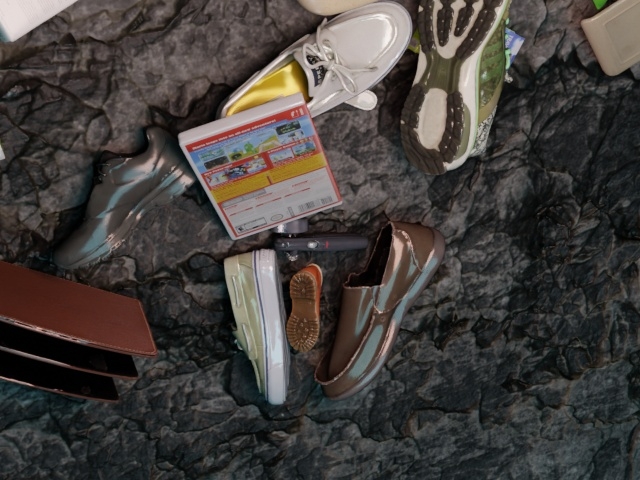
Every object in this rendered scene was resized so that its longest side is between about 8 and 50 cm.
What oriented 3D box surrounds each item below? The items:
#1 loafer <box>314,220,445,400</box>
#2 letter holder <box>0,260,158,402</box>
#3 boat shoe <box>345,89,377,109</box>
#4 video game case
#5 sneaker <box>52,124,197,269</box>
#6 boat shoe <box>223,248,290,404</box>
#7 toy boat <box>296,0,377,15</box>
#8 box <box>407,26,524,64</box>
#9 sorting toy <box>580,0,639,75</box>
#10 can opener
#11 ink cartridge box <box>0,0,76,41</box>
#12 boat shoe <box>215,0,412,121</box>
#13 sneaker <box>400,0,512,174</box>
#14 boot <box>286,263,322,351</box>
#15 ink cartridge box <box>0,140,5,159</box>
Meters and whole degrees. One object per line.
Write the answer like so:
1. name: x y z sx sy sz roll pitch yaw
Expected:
1. loafer: 0.080 0.116 2.011 0.130 0.134 0.366 29 90 -24
2. letter holder: -0.437 0.165 1.784 0.302 0.214 0.152 19 105 -26
3. boat shoe: 0.037 -0.257 1.870 0.125 0.038 0.046 21 100 -6
4. video game case: -0.090 -0.113 1.802 0.204 0.025 0.285 -18 146 3
5. sneaker: -0.334 -0.072 1.794 0.286 0.109 0.130 -44 114 -8
6. boat shoe: -0.110 0.153 1.977 0.094 0.109 0.302 -3 111 6
7. toy boat: 0.062 -0.496 1.689 0.267 0.148 0.318 -22 153 -8
8. box: 0.251 -0.341 1.910 0.178 0.042 0.109 21 105 -26
9. sorting toy: 0.566 -0.392 1.960 0.196 0.047 0.348 -28 145 14
10. can opener: 0.000 0.000 1.959 0.186 0.059 0.073 5 110 -21
11. ink cartridge box: -0.420 -0.427 1.638 0.225 0.056 0.181 -40 121 -21
12. boat shoe: -0.009 -0.272 1.766 0.367 0.156 0.135 -29 94 -2
13. sneaker: 0.257 -0.312 1.852 0.182 0.158 0.410 -6 117 -51
14. boot: -0.022 0.119 1.990 0.059 0.084 0.158 8 110 10
15. ink cartridge box: -0.563 -0.206 1.663 0.109 0.062 0.209 -20 117 -10
